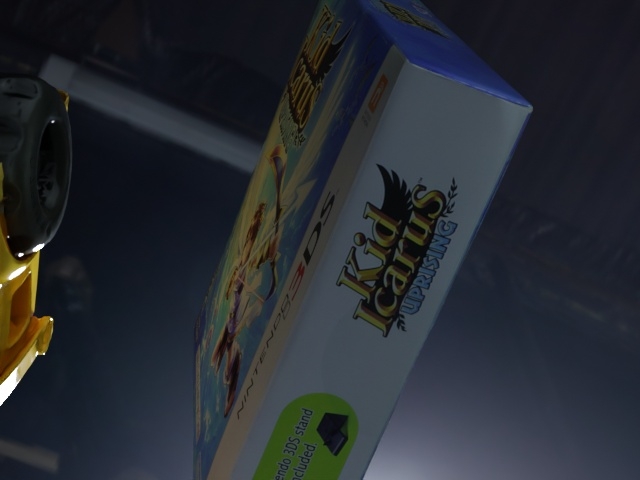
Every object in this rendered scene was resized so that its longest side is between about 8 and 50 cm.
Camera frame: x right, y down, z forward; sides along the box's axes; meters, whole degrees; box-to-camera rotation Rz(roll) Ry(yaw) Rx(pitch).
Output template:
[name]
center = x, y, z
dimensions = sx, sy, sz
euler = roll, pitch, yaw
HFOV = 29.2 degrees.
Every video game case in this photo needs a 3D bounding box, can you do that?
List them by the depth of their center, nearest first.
[video game case]
center = 0.000, 0.000, 0.630
dimensions = 0.061, 0.244, 0.269
euler = 20, -163, -13

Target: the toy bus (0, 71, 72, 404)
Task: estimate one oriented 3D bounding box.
[toy bus]
center = -0.196, 0.039, 0.510
dimensions = 0.150, 0.211, 0.220
euler = 4, -162, 4
